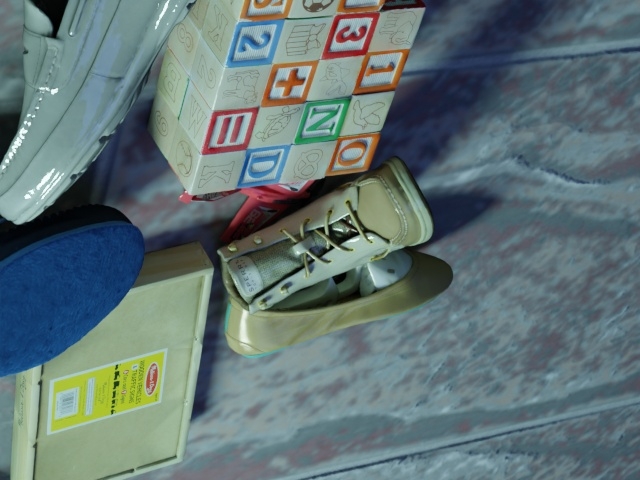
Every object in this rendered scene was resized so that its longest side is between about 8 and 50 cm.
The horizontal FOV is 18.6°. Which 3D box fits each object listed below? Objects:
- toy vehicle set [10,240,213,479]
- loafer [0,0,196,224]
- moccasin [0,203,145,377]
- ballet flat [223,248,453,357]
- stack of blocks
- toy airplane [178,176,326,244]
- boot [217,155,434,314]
[{"bbox_3d":[-0.191,0.125,1.760,0.166,0.035,0.267,-14,139,-25],"label":"toy vehicle set"},{"bbox_3d":[-0.170,-0.152,1.425,0.111,0.112,0.319,32,113,-6],"label":"loafer"},{"bbox_3d":[-0.297,0.046,1.521,0.342,0.117,0.137,-26,133,-34],"label":"moccasin"},{"bbox_3d":[0.020,0.043,1.801,0.232,0.080,0.073,-20,127,-21],"label":"ballet flat"},{"bbox_3d":[-0.014,-0.183,1.512,0.171,0.087,0.297,-9,136,-30],"label":"stack of blocks"},{"bbox_3d":[-0.059,-0.042,1.677,0.151,0.028,0.151,-20,157,-9],"label":"toy airplane"},{"bbox_3d":[0.000,0.000,1.670,0.165,0.077,0.213,-24,178,-14],"label":"boot"}]
